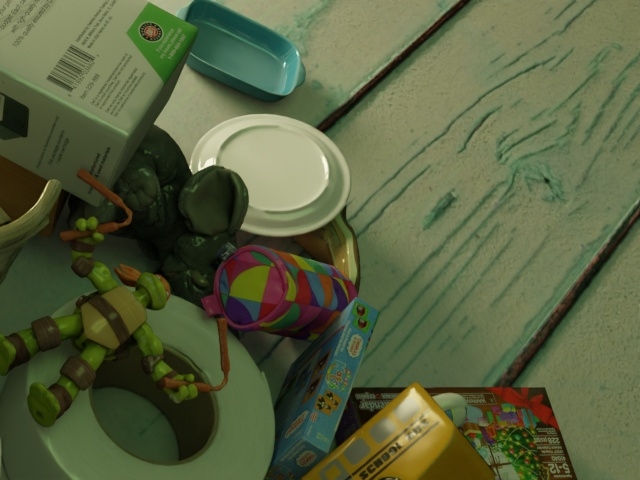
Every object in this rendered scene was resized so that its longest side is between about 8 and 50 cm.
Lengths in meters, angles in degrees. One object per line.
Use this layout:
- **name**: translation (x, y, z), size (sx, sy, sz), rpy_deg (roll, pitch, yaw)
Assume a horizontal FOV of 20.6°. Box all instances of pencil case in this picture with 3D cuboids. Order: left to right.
- **pencil case**: translation (-0.041, 0.063, 2.000), size (0.104, 0.104, 0.236), rpy_deg (61, 17, 19)

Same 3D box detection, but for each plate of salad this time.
- **plate of salad**: translation (-0.062, -0.076, 2.162), size (0.200, 0.048, 0.200), rpy_deg (5, 51, -6)

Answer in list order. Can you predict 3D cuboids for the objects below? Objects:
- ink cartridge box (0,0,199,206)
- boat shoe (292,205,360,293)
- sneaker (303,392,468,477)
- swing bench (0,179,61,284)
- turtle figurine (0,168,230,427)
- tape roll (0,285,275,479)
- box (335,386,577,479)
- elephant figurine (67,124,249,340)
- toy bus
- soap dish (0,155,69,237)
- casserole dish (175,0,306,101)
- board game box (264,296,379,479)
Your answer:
- **ink cartridge box**: translation (-0.308, -0.200, 1.886), size (0.289, 0.121, 0.211), rpy_deg (29, 45, -2)
- **boat shoe**: translation (0.000, 0.000, 2.167), size (0.072, 0.068, 0.190), rpy_deg (1, 44, -17)
- **sneaker**: translation (0.078, 0.270, 1.918), size (0.126, 0.240, 0.091), rpy_deg (58, 7, 17)
- **swing bench**: translation (-0.431, -0.008, 1.751), size (0.254, 0.253, 0.165), rpy_deg (36, 45, -4)
- **turtle figurine**: translation (-0.233, 0.078, 1.790), size (0.217, 0.087, 0.269), rpy_deg (-34, 93, -34)
- **tape roll**: translation (-0.192, 0.192, 1.863), size (0.286, 0.100, 0.286), rpy_deg (17, 49, -21)
- **box**: translation (0.167, 0.271, 2.067), size (0.293, 0.057, 0.201), rpy_deg (2, 57, -32)
- **elephant figurine**: translation (-0.160, -0.016, 2.027), size (0.239, 0.186, 0.169), rpy_deg (33, 7, -22)
- **toy bus**: translation (0.020, 0.305, 1.799), size (0.108, 0.332, 0.130), rpy_deg (51, -2, -43)
- **soap dish**: translation (-0.360, -0.166, 2.012), size (0.229, 0.118, 0.291), rpy_deg (28, 45, -13)
- **casserole dish**: translation (-0.110, -0.242, 2.291), size (0.188, 0.037, 0.114), rpy_deg (25, 47, -16)
- **board game box**: translation (-0.014, 0.183, 1.944), size (0.039, 0.160, 0.211), rpy_deg (33, 46, -9)
